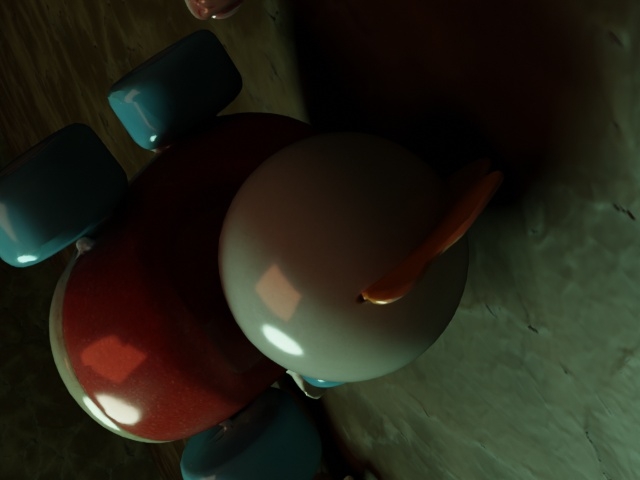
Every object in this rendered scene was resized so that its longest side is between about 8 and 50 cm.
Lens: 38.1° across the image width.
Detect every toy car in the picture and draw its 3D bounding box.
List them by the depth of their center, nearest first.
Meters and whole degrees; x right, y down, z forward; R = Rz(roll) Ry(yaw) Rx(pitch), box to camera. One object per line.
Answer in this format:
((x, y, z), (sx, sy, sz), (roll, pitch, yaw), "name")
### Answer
((0.000, 0.000, 0.455), (0.238, 0.210, 0.219), (-16, 115, 42), "toy car")

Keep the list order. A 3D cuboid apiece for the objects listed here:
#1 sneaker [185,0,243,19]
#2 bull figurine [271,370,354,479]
((-0.053, -0.161, 0.514), (0.134, 0.051, 0.070), (23, 137, 67), "sneaker")
((-0.033, 0.207, 0.848), (0.310, 0.101, 0.188), (62, 157, 0), "bull figurine")
